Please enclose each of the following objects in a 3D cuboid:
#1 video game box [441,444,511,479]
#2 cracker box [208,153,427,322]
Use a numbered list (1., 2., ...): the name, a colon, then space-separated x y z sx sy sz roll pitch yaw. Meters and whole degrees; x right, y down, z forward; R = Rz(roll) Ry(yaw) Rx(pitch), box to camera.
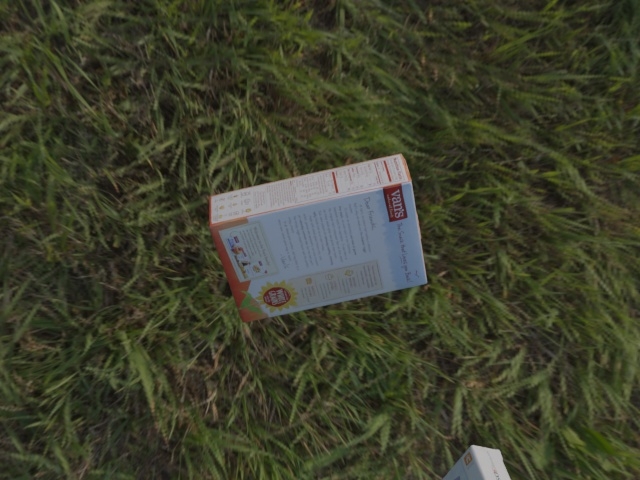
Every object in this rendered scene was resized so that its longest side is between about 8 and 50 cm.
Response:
1. video game box: 0.153 0.359 0.901 0.048 0.187 0.205 20 119 -22
2. cracker box: 0.000 0.000 0.981 0.232 0.067 0.155 -12 128 3
